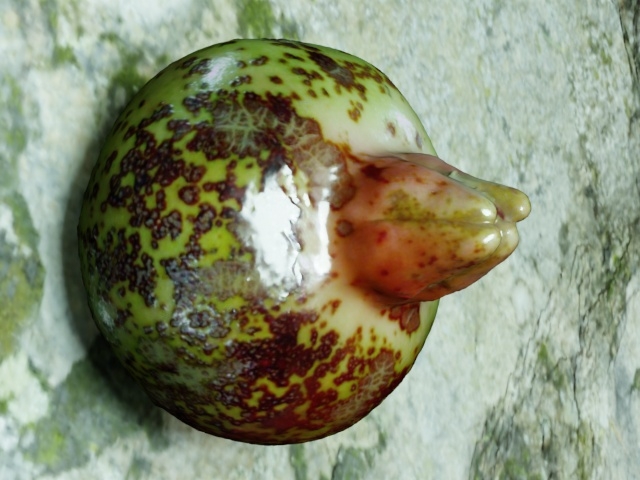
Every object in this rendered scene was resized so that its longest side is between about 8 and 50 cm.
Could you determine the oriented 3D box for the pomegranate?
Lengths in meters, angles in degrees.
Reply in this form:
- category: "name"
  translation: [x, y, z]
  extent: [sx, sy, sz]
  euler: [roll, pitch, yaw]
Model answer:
- category: "pomegranate"
  translation: [0.000, 0.000, 0.985]
  extent: [0.214, 0.248, 0.214]
  euler: [1, 89, -50]
